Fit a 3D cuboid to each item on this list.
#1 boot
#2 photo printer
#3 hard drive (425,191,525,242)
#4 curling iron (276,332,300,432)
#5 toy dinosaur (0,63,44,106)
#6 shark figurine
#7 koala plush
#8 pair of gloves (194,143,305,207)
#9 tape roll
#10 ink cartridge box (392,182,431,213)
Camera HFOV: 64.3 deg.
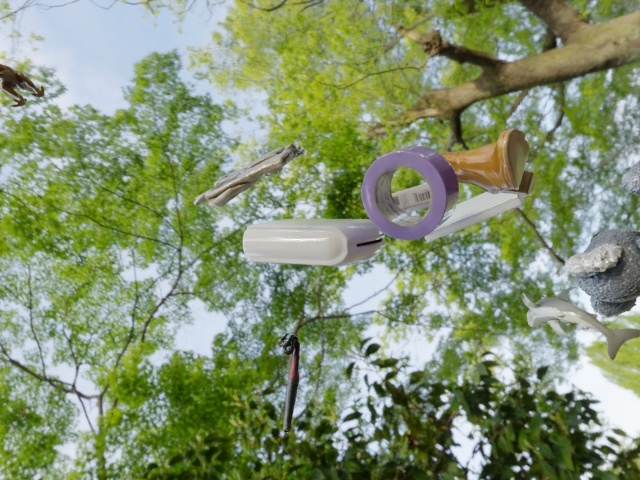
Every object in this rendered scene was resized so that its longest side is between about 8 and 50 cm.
[{"bbox_3d":[0.340,-0.168,1.111,0.295,0.211,0.104,25,-100,-59],"label":"boot"},{"bbox_3d":[0.000,0.000,1.289,0.256,0.308,0.106,-11,-79,-60],"label":"photo printer"},{"bbox_3d":[0.490,-0.098,1.610,0.040,0.308,0.203,59,-147,-8],"label":"hard drive"},{"bbox_3d":[-0.083,0.360,1.313,0.068,0.273,0.035,17,-44,-20],"label":"curling iron"},{"bbox_3d":[-0.569,-0.299,0.957,0.064,0.112,0.211,-45,-12,2],"label":"toy dinosaur"},{"bbox_3d":[0.614,0.167,1.238,0.116,0.278,0.166,-44,-67,-18],"label":"shark figurine"},{"bbox_3d":[0.496,0.021,0.783,0.221,0.203,0.196,-34,-49,15],"label":"koala plush"},{"bbox_3d":[-0.132,-0.127,0.996,0.204,0.240,0.042,-25,-76,12],"label":"pair of gloves"},{"bbox_3d":[0.188,-0.101,1.073,0.080,0.189,0.188,-28,-54,-53],"label":"tape roll"},{"bbox_3d":[0.254,-0.095,1.392,0.232,0.189,0.066,28,-132,-69],"label":"ink cartridge box"}]
